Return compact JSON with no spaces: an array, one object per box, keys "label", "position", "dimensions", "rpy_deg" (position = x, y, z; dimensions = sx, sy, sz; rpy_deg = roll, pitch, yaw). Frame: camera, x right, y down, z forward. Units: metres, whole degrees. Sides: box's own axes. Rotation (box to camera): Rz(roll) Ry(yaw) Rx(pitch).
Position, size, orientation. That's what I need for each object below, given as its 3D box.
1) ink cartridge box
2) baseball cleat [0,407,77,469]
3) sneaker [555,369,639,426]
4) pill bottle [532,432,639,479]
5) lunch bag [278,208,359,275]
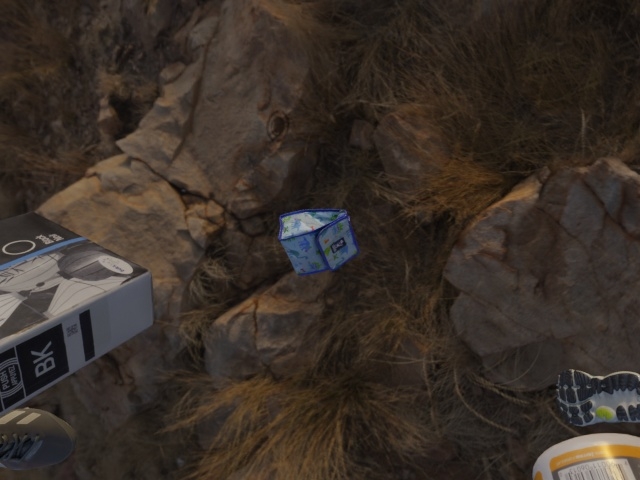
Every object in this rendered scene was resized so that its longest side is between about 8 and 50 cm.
[{"label":"ink cartridge box","position":[-0.291,0.077,0.296],"dimensions":[0.165,0.332,0.065],"rpy_deg":[21,121,23]},{"label":"baseball cleat","position":[-0.338,0.207,0.466],"dimensions":[0.109,0.206,0.072],"rpy_deg":[28,83,50]},{"label":"sneaker","position":[0.559,0.306,0.898],"dimensions":[0.275,0.110,0.107],"rpy_deg":[134,142,-71]},{"label":"pill bottle","position":[0.343,0.370,0.499],"dimensions":[0.162,0.162,0.278],"rpy_deg":[-44,23,32]},{"label":"lunch bag","position":[0.000,0.000,1.021],"dimensions":[0.151,0.129,0.096],"rpy_deg":[-13,45,9]}]
